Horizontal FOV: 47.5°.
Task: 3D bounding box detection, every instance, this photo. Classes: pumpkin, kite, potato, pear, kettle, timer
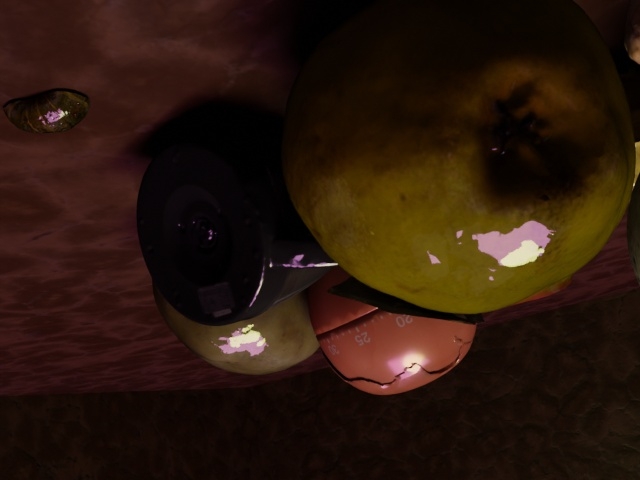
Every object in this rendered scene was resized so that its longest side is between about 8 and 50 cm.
[{"bbox_3d":[-0.265,-0.119,0.707,0.083,0.028,0.050,-9,166,7],"label":"pumpkin"},{"bbox_3d":[0.106,0.041,0.730,0.141,0.015,0.245,15,-167,17],"label":"kite"},{"bbox_3d":[-0.111,0.081,1.101,0.221,0.243,0.326,-15,165,25],"label":"potato"},{"bbox_3d":[0.102,-0.087,0.658,0.287,0.287,0.375,-8,-167,-11],"label":"pear"},{"bbox_3d":[-0.038,-0.037,0.863,0.251,0.207,0.271,-28,173,39],"label":"kettle"},{"bbox_3d":[0.098,0.092,1.007,0.230,0.214,0.229,-21,179,0],"label":"timer"}]

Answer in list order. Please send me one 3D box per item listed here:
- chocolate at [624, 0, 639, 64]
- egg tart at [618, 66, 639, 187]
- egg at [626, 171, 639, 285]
[{"bbox_3d":[0.409,-0.215,0.651,0.309,0.134,0.134,-12,165,-15],"label":"chocolate"},{"bbox_3d":[0.386,-0.132,0.931,0.315,0.120,0.315,-11,163,-4],"label":"egg tart"},{"bbox_3d":[0.456,-0.016,0.715,0.288,0.287,0.379,-16,155,16],"label":"egg"}]
